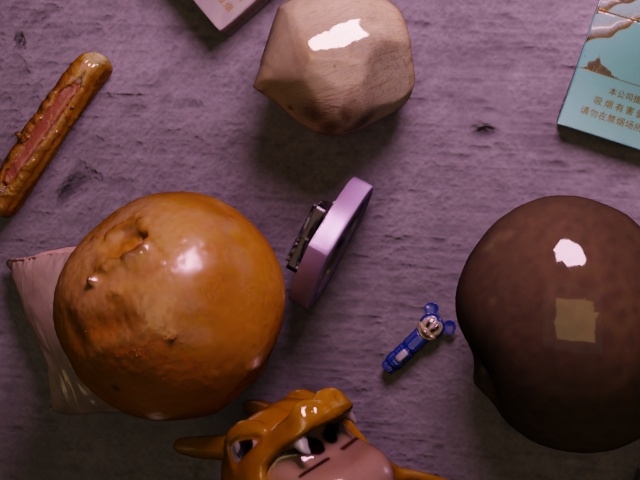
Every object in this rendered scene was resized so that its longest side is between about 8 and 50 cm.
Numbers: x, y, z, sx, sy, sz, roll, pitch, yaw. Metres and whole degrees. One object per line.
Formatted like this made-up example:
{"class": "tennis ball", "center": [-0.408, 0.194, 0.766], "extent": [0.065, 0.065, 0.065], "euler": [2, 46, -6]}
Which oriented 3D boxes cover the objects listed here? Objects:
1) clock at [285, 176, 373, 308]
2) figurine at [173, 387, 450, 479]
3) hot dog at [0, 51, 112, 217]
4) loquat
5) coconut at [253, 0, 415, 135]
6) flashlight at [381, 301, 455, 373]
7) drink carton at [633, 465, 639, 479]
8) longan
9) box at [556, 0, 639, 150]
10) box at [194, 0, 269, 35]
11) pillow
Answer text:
{"class": "clock", "center": [0.000, 0.000, 1.689], "extent": [0.064, 0.172, 0.198], "euler": [28, 100, 8]}
{"class": "figurine", "center": [-0.020, 0.408, 1.684], "extent": [0.401, 0.268, 0.387], "euler": [-25, 92, 16]}
{"class": "hot dog", "center": [-0.405, -0.159, 1.800], "extent": [0.061, 0.088, 0.286], "euler": [37, 94, 4]}
{"class": "loquat", "center": [-0.201, 0.091, 1.659], "extent": [0.328, 0.328, 0.328], "euler": [1, 95, 10]}
{"class": "coconut", "center": [0.015, -0.239, 1.655], "extent": [0.224, 0.224, 0.224], "euler": [1, 95, 10]}
{"class": "flashlight", "center": [0.136, 0.146, 1.746], "extent": [0.121, 0.035, 0.057], "euler": [-44, 87, 10]}
{"class": "drink carton", "center": [0.531, 0.408, 1.666], "extent": [0.222, 0.102, 0.134], "euler": [13, 99, 11]}
{"class": "longan", "center": [0.327, 0.114, 1.590], "extent": [0.288, 0.288, 0.350], "euler": [-10, 101, 11]}
{"class": "box", "center": [0.435, -0.243, 1.655], "extent": [0.162, 0.041, 0.229], "euler": [20, 98, 8]}
{"class": "box", "center": [-0.097, -0.425, 1.725], "extent": [0.233, 0.067, 0.149], "euler": [-40, 89, 12]}
{"class": "pillow", "center": [-0.365, 0.139, 1.821], "extent": [0.173, 0.067, 0.270], "euler": [-15, 91, 15]}
